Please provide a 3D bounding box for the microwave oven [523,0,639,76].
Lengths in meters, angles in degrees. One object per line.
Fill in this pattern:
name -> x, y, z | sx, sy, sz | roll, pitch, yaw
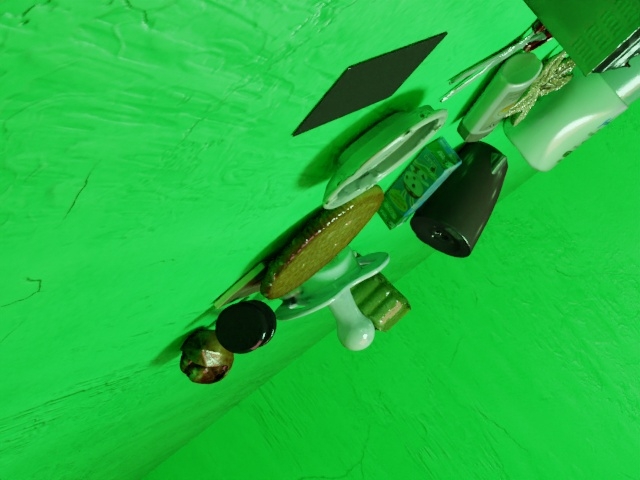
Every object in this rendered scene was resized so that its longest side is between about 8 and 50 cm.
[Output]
microwave oven -> 0.436, -0.359, 1.351 | 0.295, 0.181, 0.237 | -29, 167, -43

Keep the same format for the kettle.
kettle -> 0.296, -0.093, 2.215 | 0.232, 0.144, 0.202 | -57, -166, -20

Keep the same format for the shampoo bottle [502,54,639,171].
shampoo bottle -> 0.559, -0.303, 2.195 | 0.349, 0.151, 0.222 | -41, 171, 21

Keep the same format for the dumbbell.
dumbbell -> -0.143, 0.168, 2.050 | 0.100, 0.100, 0.191 | -37, 177, 2

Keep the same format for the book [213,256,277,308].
book -> -0.108, 0.068, 1.994 | 0.138, 0.016, 0.198 | -41, 170, 25

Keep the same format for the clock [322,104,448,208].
clock -> 0.088, -0.135, 1.578 | 0.236, 0.053, 0.236 | -35, 173, -5

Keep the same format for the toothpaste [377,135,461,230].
toothpaste -> 0.188, -0.108, 2.057 | 0.050, 0.065, 0.267 | -31, 170, -30

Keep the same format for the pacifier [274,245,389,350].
pacifier -> 0.036, 0.137, 2.259 | 0.287, 0.226, 0.238 | -30, -172, -31

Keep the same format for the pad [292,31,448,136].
pad -> 0.065, -0.199, 1.327 | 0.211, 0.003, 0.143 | -27, 167, -44

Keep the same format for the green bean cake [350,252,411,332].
green bean cake -> 0.118, 0.126, 2.564 | 0.113, 0.200, 0.214 | -45, 167, 1

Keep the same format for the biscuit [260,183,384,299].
biscuit -> 0.000, 0.000, 1.934 | 0.305, 0.038, 0.305 | -41, 169, -10

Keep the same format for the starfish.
starfish -> 0.430, -0.307, 2.028 | 0.227, 0.043, 0.240 | -35, 168, -24

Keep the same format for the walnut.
walnut -> -0.228, 0.234, 2.100 | 0.115, 0.116, 0.207 | -35, 171, -10

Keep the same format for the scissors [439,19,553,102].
scissors -> 0.294, -0.297, 1.659 | 0.247, 0.017, 0.144 | -33, 170, -11

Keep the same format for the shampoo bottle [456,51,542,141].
shampoo bottle -> 0.310, -0.248, 1.833 | 0.086, 0.056, 0.227 | -32, 170, -21
